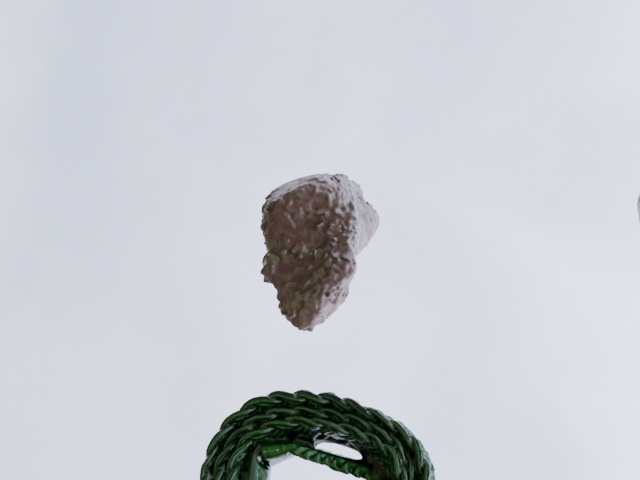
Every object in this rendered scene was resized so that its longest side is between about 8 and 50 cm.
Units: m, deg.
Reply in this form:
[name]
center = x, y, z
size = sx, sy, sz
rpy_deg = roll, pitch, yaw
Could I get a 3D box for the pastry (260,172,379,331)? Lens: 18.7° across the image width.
[pastry]
center = -0.005, -0.011, 1.821
size = 0.265, 0.103, 0.112
rpy_deg = -84, 152, -74

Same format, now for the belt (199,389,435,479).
[belt]
center = 0.002, 0.156, 1.207
size = 0.079, 0.151, 0.121
rpy_deg = 54, 36, -73

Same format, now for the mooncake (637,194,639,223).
[mooncake]
center = 0.416, 0.071, 1.675
size = 0.350, 0.212, 0.381
rpy_deg = 61, 3, 14
